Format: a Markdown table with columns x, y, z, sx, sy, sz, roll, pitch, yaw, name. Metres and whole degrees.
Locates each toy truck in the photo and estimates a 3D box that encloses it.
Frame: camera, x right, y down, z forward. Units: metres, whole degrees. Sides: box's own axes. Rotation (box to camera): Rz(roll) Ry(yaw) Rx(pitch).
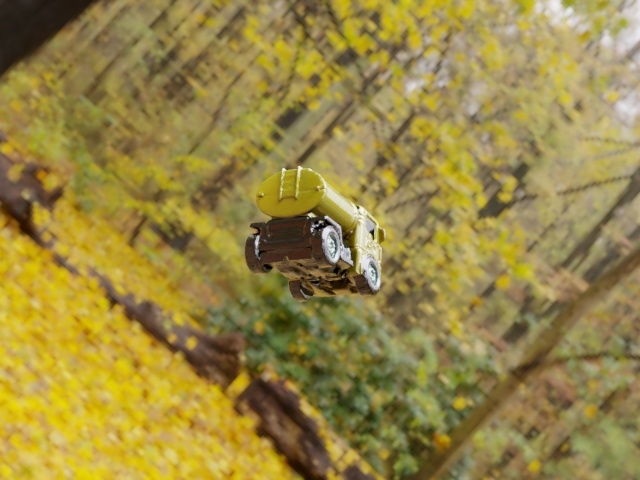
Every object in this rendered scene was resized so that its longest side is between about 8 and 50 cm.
| x | y | z | sx | sy | sz | roll | pitch | yaw | name |
| --- | --- | --- | --- | --- | --- | --- | --- | --- | --- |
| 0.000 | 0.000 | 0.665 | 0.049 | 0.054 | 0.083 | -6 | -22 | 25 | toy truck |
